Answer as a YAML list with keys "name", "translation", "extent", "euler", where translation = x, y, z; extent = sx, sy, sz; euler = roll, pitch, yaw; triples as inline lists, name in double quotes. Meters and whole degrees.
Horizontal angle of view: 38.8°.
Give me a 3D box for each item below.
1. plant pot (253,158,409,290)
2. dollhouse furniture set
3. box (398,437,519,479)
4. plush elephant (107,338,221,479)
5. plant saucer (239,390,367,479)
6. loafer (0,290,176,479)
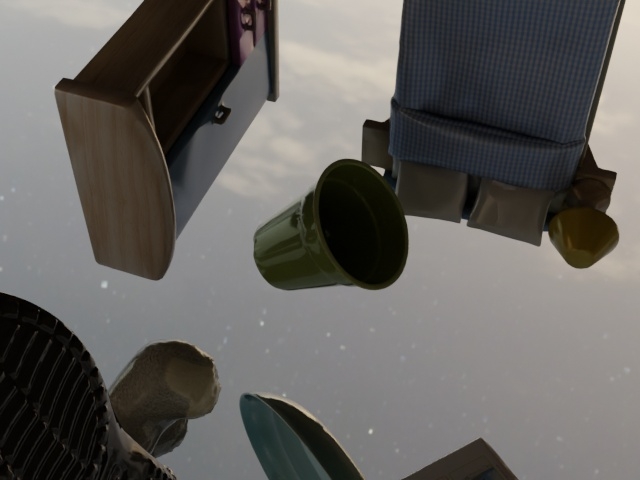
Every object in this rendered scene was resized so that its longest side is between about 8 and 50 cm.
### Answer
- name: "plant pot"
  translation: [0.000, 0.000, 0.580]
  extent: [0.083, 0.079, 0.083]
  euler: [19, -119, -40]
- name: "dollhouse furniture set"
  translation: [0.038, -0.094, 0.507]
  extent: [0.303, 0.286, 0.198]
  euler: [15, -131, 12]
- name: "box"
  translation: [0.091, 0.286, 0.803]
  extent: [0.203, 0.114, 0.103]
  euler: [-25, -147, -10]
- name: "plush elephant"
  translation: [-0.114, 0.273, 0.647]
  extent: [0.255, 0.272, 0.330]
  euler: [37, -121, 1]
- name: "plant saucer"
  translation: [0.010, 0.302, 1.048]
  extent: [0.043, 0.318, 0.317]
  euler: [-30, -134, -21]
- name: "loafer"
  translation: [-0.144, 0.108, 0.449]
  extent: [0.078, 0.220, 0.080]
  euler: [1, -134, 22]
